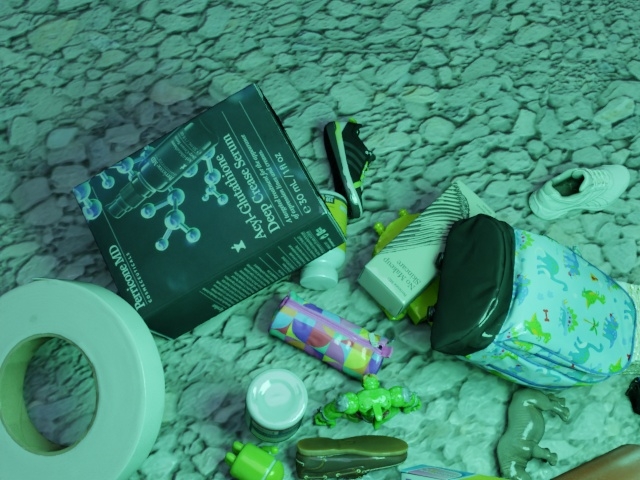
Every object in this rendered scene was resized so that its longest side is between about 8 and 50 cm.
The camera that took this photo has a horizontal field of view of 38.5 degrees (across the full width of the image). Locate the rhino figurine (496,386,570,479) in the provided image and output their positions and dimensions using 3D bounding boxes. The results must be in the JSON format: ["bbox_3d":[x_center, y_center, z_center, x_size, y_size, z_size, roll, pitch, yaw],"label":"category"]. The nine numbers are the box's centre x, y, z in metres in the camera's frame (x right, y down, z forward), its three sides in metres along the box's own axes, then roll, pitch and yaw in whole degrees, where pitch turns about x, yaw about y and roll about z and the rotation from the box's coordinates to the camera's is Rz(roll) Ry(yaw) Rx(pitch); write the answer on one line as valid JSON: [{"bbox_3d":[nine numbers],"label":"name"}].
[{"bbox_3d":[0.384,0.384,1.708,0.106,0.073,0.243,22,67,0],"label":"rhino figurine"}]

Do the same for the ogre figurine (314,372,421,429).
[{"bbox_3d":[0.095,0.303,1.688,0.197,0.118,0.096,11,66,-2],"label":"ogre figurine"}]

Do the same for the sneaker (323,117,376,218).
[{"bbox_3d":[0.074,-0.159,1.910,0.097,0.084,0.234,-8,67,-11],"label":"sneaker"}]

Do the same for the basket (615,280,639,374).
[{"bbox_3d":[0.614,0.176,1.803,0.103,0.113,0.167,3,66,-7],"label":"basket"}]

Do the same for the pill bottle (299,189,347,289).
[{"bbox_3d":[0.000,0.000,1.820,0.103,0.103,0.184,4,65,-4],"label":"pill bottle"}]

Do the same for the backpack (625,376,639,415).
[{"bbox_3d":[0.710,0.360,1.667,0.213,0.276,0.263,-1,79,-5],"label":"backpack"}]

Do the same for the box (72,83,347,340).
[{"bbox_3d":[-0.201,-0.046,1.702,0.395,0.212,0.293,-30,72,3],"label":"box"}]

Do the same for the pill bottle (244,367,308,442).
[{"bbox_3d":[-0.082,0.302,1.635,0.108,0.180,0.108,2,66,-5],"label":"pill bottle"}]

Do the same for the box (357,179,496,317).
[{"bbox_3d":[0.207,0.015,1.780,0.113,0.094,0.275,43,69,9],"label":"box"}]

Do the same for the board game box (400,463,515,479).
[{"bbox_3d":[0.273,0.508,1.488,0.064,0.317,0.242,0,89,-46],"label":"board game box"}]

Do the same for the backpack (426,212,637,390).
[{"bbox_3d":[0.403,0.139,1.682,0.355,0.273,0.290,40,51,-33],"label":"backpack"}]

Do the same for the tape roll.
[{"bbox_3d":[-0.452,0.259,1.572,0.392,0.072,0.392,-1,86,20],"label":"tape roll"}]

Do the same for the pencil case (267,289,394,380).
[{"bbox_3d":[0.020,0.183,1.745,0.236,0.104,0.104,24,66,6],"label":"pencil case"}]

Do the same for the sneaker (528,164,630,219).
[{"bbox_3d":[0.560,-0.114,1.923,0.232,0.115,0.090,-20,70,-14],"label":"sneaker"}]

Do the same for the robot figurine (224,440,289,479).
[{"bbox_3d":[-0.116,0.409,1.646,0.115,0.067,0.101,29,58,7],"label":"robot figurine"}]

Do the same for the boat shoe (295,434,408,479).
[{"bbox_3d":[0.057,0.400,1.674,0.207,0.073,0.073,0,104,-2],"label":"boat shoe"}]

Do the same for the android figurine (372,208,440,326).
[{"bbox_3d":[0.213,0.057,1.844,0.248,0.056,0.273,-31,73,-17],"label":"android figurine"}]

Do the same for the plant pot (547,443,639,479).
[{"bbox_3d":[0.486,0.499,1.578,0.265,0.272,0.272,-22,70,-23],"label":"plant pot"}]
